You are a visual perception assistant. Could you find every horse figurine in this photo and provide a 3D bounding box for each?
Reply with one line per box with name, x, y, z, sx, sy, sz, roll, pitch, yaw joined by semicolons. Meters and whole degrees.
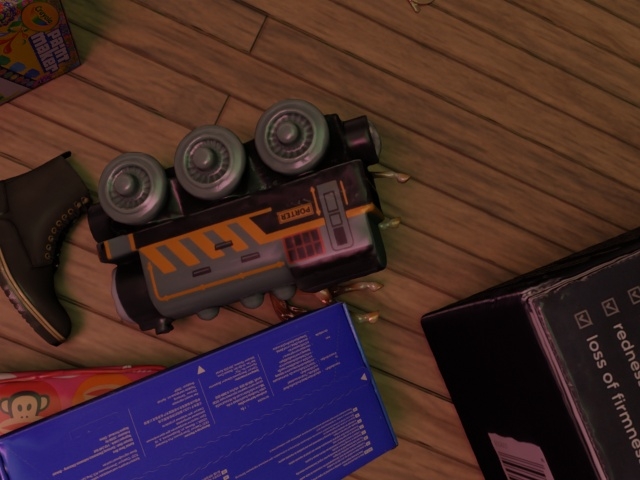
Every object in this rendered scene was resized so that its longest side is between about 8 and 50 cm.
horse figurine;0.000;0.000;0.762;0.175;0.066;0.263;13;83;4

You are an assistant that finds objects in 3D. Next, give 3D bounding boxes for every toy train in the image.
toy train;-0.086;-0.020;0.680;0.334;0.142;0.190;-17;80;9

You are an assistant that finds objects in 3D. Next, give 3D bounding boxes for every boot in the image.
boot;-0.293;0.003;0.706;0.137;0.077;0.197;-32;88;-21

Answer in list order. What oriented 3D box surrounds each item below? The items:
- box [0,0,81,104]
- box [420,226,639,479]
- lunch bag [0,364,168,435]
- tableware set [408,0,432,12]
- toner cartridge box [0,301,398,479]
box;-0.463;-0.278;0.670;0.279;0.177;0.289;-33;87;-16
box;0.442;0.208;0.696;0.472;0.297;0.479;-20;83;-13
lunch bag;-0.267;0.257;0.622;0.293;0.120;0.258;0;76;-18
tableware set;0.144;-0.407;0.899;0.169;0.020;0.141;-39;91;-17
toner cartridge box;-0.101;0.191;0.600;0.348;0.075;0.165;-18;87;-33
